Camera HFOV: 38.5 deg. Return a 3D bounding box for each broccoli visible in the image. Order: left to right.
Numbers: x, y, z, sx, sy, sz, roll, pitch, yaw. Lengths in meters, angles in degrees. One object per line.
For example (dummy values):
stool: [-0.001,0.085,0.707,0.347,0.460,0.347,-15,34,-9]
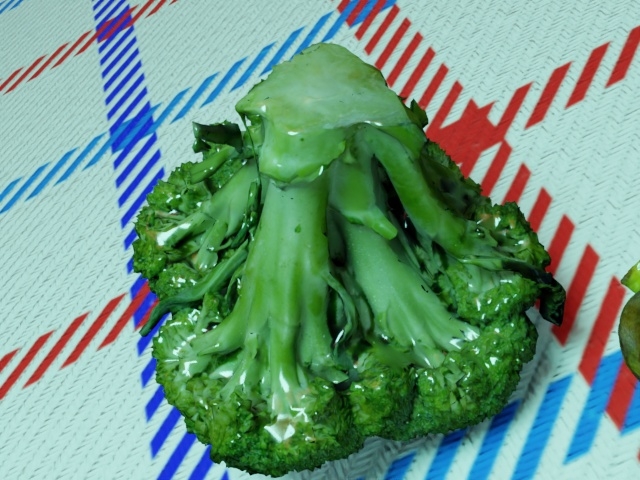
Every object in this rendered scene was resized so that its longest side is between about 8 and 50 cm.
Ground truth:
broccoli: [0.000,0.000,0.646,0.304,0.283,0.321,-34,56,-21]

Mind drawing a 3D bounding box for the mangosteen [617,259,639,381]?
mangosteen: [0.248,0.065,0.543,0.181,0.156,0.145,-17,59,62]
